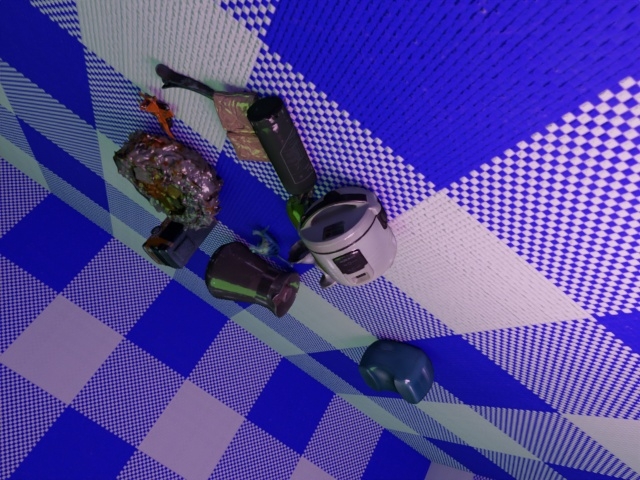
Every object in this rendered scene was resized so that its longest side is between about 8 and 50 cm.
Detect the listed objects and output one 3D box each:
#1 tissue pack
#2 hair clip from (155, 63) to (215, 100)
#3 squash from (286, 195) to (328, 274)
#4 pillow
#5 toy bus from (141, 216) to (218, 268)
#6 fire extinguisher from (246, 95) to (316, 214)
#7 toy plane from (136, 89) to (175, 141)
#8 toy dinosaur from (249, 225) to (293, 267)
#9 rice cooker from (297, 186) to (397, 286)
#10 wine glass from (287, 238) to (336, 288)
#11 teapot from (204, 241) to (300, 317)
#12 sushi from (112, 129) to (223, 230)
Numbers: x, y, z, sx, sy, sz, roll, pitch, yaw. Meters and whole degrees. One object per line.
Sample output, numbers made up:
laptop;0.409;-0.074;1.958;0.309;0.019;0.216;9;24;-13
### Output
tissue pack;0.321;0.525;1.790;0.287;0.206;0.198;1;130;45
hair clip;-0.328;-0.393;1.129;0.230;0.039;0.070;26;151;13
squash;0.000;0.000;1.362;0.101;0.101;0.378;9;141;40
pillow;-0.197;-0.290;1.135;0.126;0.043;0.232;10;149;16
toy bus;-0.560;-0.028;1.737;0.167;0.275;0.138;14;147;32
fire extinguisher;-0.080;-0.203;1.096;0.095;0.114;0.311;-8;139;18
toy plane;-0.482;-0.378;1.315;0.135;0.062;0.188;21;165;23
toy dinosaur;-0.209;0.022;1.657;0.144;0.076;0.329;10;151;20
rice cooker;0.074;-0.014;1.126;0.226;0.226;0.244;5;140;43
wine glass;-0.016;0.081;1.508;0.122;0.122;0.183;1;144;47
teapot;-0.273;0.167;1.810;0.344;0.253;0.300;21;-171;18
sushi;-0.513;-0.209;1.490;0.418;0.175;0.417;27;155;14
